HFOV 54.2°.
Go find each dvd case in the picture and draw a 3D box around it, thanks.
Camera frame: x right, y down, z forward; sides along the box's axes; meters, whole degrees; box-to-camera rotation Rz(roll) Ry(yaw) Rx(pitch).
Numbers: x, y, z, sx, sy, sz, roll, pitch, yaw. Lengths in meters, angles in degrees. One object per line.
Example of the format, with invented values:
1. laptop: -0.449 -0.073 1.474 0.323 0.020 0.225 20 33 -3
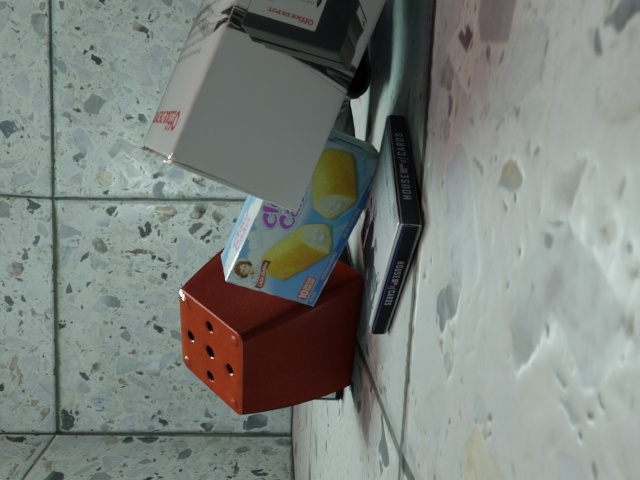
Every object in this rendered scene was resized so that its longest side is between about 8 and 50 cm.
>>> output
1. dvd case: 0.085 -0.014 0.813 0.238 0.030 0.179 99 172 -52

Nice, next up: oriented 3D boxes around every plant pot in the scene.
1. plant pot: -0.109 0.154 1.145 0.267 0.236 0.267 31 129 36

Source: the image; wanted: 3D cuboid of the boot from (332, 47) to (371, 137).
1. boot: 0.020 -0.210 1.029 0.223 0.118 0.338 -16 93 71

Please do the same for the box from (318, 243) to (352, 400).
1. box: 0.012 0.152 1.366 0.242 0.077 0.307 -97 11 -65

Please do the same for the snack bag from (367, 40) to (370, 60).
1. snack bag: -0.009 -0.468 1.062 0.323 0.037 0.342 49 154 38

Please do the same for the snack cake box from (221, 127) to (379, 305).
1. snack cake box: -0.032 -0.044 0.954 0.264 0.152 0.089 -64 24 22

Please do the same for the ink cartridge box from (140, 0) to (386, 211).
1. ink cartridge box: -0.066 -0.257 0.791 0.394 0.166 0.285 -67 23 2
